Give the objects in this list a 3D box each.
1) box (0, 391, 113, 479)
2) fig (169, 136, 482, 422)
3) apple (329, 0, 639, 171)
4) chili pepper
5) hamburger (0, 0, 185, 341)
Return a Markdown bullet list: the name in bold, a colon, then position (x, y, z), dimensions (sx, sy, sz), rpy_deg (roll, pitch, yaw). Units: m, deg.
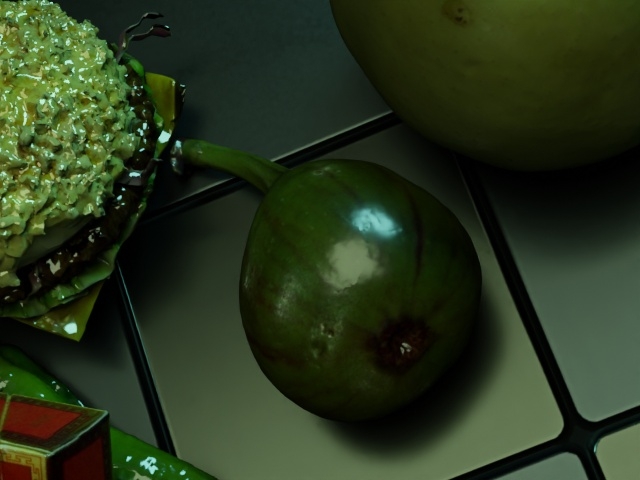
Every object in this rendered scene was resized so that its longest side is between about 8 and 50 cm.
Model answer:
- **box**: position (-0.240, 0.165, 0.922), dimensions (0.240, 0.074, 0.153), rpy_deg (7, 105, 25)
- **fig**: position (0.000, 0.000, 0.969), dimensions (0.151, 0.151, 0.259), rpy_deg (-37, 40, -1)
- **apple**: position (0.122, -0.176, 0.924), dimensions (0.262, 0.262, 0.262), rpy_deg (-4, 70, 12)
- **chili pepper**: position (-0.167, 0.131, 0.968), dimensions (0.359, 0.076, 0.085), rpy_deg (29, 61, 17)
- **hamburger**: position (-0.217, -0.069, 0.998), dimensions (0.243, 0.138, 0.261), rpy_deg (14, 62, 10)
